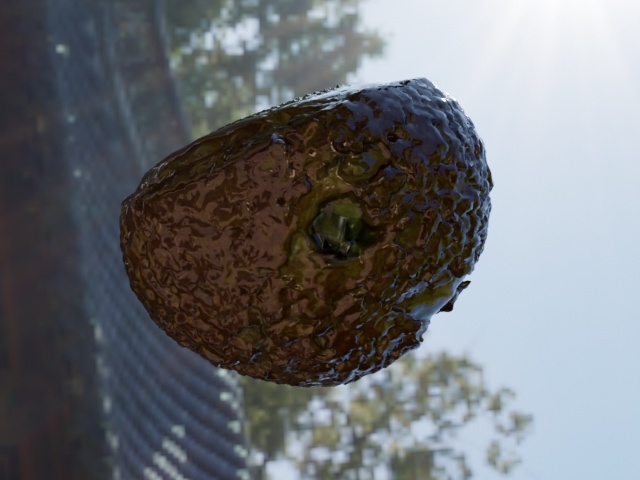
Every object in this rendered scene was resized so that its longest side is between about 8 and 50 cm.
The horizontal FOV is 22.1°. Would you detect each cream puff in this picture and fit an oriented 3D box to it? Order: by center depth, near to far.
[{"bbox_3d":[0.000,0.000,1.241,0.212,0.303,0.303,66,-23,-2],"label":"cream puff"}]
